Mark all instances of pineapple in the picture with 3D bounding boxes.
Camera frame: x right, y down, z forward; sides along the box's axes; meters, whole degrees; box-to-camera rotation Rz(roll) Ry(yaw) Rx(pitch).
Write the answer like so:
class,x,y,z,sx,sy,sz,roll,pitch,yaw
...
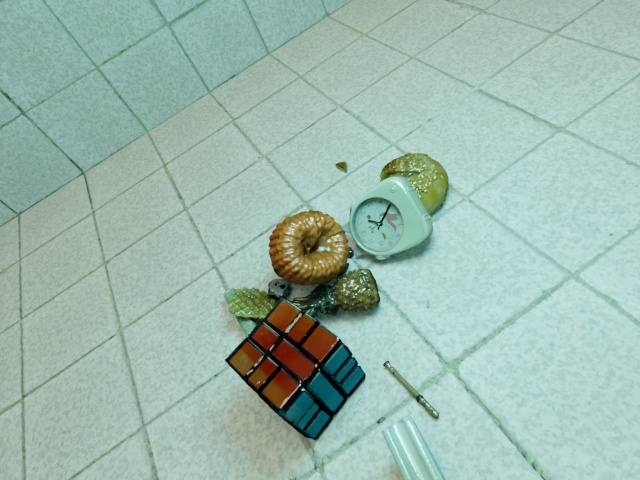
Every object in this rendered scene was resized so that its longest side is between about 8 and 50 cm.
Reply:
class,x,y,z,sx,sy,sz,roll,pitch,yaw
pineapple,0.030,0.210,1.618,0.364,0.165,0.166,-18,48,13

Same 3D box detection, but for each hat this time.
class,x,y,z,sx,sy,sz,roll,pitch,yaw
hat,-0.093,0.032,1.658,0.285,0.285,0.400,-55,22,-22

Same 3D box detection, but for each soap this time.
class,x,y,z,sx,sy,sz,roll,pitch,yaw
soap,0.273,0.623,1.152,0.095,0.173,0.290,-29,47,1

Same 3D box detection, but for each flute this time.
class,x,y,z,sx,sy,sz,roll,pitch,yaw
flute,0.279,0.459,1.385,0.027,0.027,0.233,-40,48,-10

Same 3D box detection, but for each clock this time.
class,x,y,z,sx,sy,sz,roll,pitch,yaw
clock,0.236,-0.069,1.696,0.324,0.108,0.265,-29,86,31

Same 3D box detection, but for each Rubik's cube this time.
class,x,y,z,sx,sy,sz,roll,pitch,yaw
Rubik's cube,-0.071,0.405,1.416,0.283,0.288,0.293,-45,47,-15

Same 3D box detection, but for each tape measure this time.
class,x,y,z,sx,sy,sz,roll,pitch,yaw
tape measure,-0.167,0.195,1.773,0.091,0.054,0.094,11,38,9

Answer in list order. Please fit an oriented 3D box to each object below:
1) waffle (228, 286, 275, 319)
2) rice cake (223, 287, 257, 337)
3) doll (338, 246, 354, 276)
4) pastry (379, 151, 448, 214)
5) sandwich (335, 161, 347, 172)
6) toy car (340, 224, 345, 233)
class,x,y,z,sx,sy,sz,roll,pitch,yaw
waffle,-0.265,0.243,1.748,0.183,0.036,0.169,9,33,-4
rice cake,-0.288,0.312,1.738,0.063,0.066,0.336,-38,48,-2
doll,0.062,0.085,1.773,0.165,0.057,0.139,-26,44,-3
pastry,0.367,-0.234,1.801,0.284,0.184,0.316,6,56,27
sandwich,0.109,-0.353,2.121,0.044,0.031,0.083,-47,51,-10
toy car,0.000,0.000,1.863,0.216,0.063,0.103,-20,48,0
